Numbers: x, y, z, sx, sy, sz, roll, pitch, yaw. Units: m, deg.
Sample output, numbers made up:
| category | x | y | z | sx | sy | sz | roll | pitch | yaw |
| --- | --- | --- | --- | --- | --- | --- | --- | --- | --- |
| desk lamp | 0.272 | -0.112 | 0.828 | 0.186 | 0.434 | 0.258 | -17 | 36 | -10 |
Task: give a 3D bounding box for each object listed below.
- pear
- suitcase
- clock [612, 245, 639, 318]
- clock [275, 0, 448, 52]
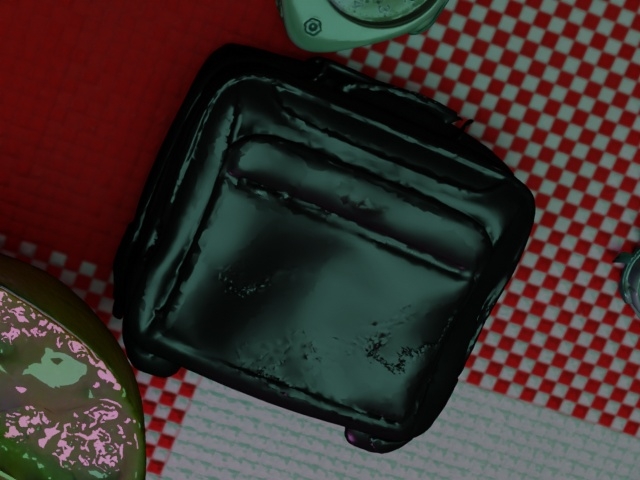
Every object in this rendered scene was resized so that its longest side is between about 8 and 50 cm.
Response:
| category | x | y | z | sx | sy | sz | roll | pitch | yaw |
| --- | --- | --- | --- | --- | --- | --- | --- | --- | --- |
| pear | -0.342 | 0.142 | 1.706 | 0.398 | 0.165 | 0.399 | 3 | 119 | 6 |
| suitcase | 0.000 | 0.000 | 1.754 | 0.345 | 0.188 | 0.339 | 22 | 102 | -14 |
| clock | 0.356 | 0.041 | 1.881 | 0.101 | 0.041 | 0.135 | -44 | 111 | 10 |
| clock | 0.059 | -0.264 | 1.706 | 0.210 | 0.066 | 0.159 | -7 | 112 | -6 |
